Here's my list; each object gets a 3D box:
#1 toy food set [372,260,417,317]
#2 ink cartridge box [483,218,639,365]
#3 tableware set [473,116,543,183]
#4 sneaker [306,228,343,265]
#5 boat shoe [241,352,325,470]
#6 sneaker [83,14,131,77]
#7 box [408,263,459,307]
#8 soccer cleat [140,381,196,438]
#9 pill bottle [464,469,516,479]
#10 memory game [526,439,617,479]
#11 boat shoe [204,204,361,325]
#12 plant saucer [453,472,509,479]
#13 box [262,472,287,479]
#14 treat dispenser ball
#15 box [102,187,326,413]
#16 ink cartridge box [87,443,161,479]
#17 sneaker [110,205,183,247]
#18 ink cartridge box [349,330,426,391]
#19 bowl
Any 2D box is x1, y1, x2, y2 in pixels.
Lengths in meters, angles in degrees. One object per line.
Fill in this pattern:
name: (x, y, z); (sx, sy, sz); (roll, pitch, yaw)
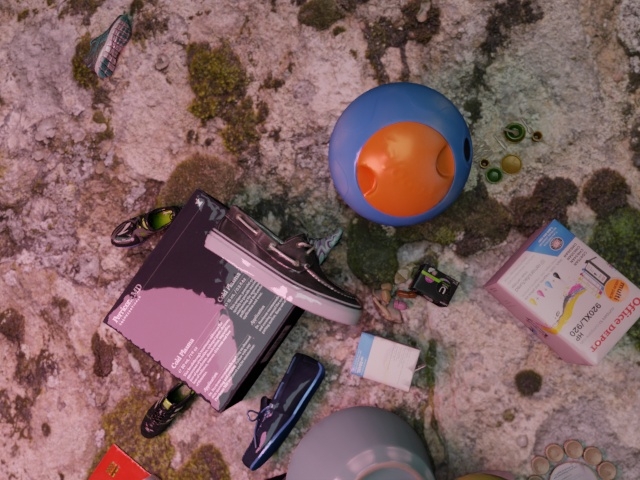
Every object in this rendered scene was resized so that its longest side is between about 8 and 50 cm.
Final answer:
toy food set: (0.177, 0.111, 1.244); (0.122, 0.019, 0.078); (-38, 79, -7)
ink cartridge box: (0.479, 0.106, 1.126); (0.232, 0.168, 0.171); (43, 88, 10)
tableware set: (0.416, -0.199, 1.253); (0.154, 0.024, 0.104); (-33, 79, 1)
sneaker: (0.000, 0.000, 1.273); (0.069, 0.038, 0.098); (37, 88, 10)
boat shoe: (-0.090, 0.361, 1.214); (0.089, 0.109, 0.258); (31, 71, 18)
sneaker: (-0.533, -0.490, 1.406); (0.076, 0.065, 0.166); (25, 84, 14)
box: (0.241, 0.096, 1.210); (0.083, 0.052, 0.062); (30, 81, 0)
soccer cleat: (-0.336, 0.364, 1.248); (0.060, 0.072, 0.179); (44, 89, 11)
pill bottle: (0.342, 0.583, 1.092); (0.136, 0.136, 0.246); (-7, 81, 7)
memory game: (0.510, 0.498, 1.145); (0.186, 0.012, 0.186); (-1, 82, 8)
boat shoe: (-0.060, 0.038, 1.054); (0.335, 0.121, 0.119); (29, 90, 12)
plant saucer: (0.292, 0.541, 1.001); (0.240, 0.037, 0.241); (1, 81, -8)
box: (-0.091, 0.601, 1.135); (0.108, 0.153, 0.207); (-25, 81, 12)
treat dispenser ball: (0.160, -0.172, 1.151); (0.288, 0.288, 0.288); (-1, 82, 8)
box: (-0.213, 0.124, 1.213); (0.312, 0.179, 0.343); (35, 87, 9)
ink cartridge box: (-0.448, 0.628, 1.233); (0.239, 0.060, 0.275); (34, 87, 10)
sneaker: (-0.403, -0.039, 1.313); (0.188, 0.078, 0.067); (-20, 80, 5)
ink cartridge box: (0.145, 0.254, 1.189); (0.143, 0.092, 0.090); (17, 85, 10)
bowl: (0.100, 0.486, 1.076); (0.311, 0.163, 0.312); (1, 85, -14)
